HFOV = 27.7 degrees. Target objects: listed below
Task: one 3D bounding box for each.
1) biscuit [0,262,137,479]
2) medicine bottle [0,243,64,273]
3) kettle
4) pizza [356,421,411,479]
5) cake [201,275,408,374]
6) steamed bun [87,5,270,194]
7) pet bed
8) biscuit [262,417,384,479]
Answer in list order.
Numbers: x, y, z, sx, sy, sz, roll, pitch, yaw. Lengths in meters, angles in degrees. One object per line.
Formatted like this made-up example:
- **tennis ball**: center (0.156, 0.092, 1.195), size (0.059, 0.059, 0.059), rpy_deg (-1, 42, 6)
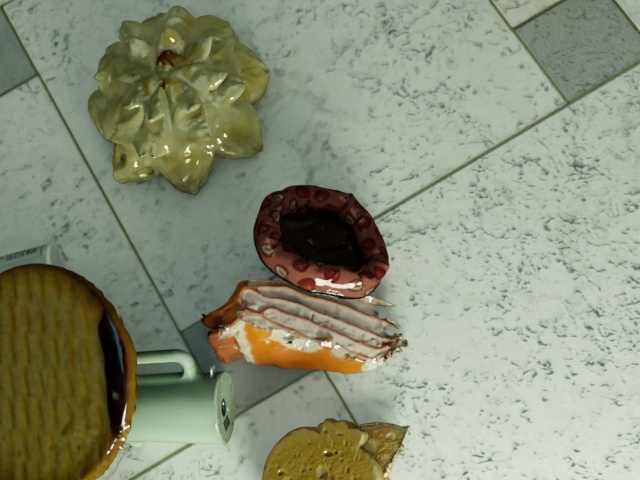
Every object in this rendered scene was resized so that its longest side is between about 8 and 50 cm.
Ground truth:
- **biscuit**: center (-0.378, 0.188, 1.764), size (0.318, 0.040, 0.318), rpy_deg (0, 89, 29)
- **medicine bottle**: center (-0.463, 0.068, 1.869), size (0.183, 0.086, 0.086), rpy_deg (-15, 67, 4)
- **kettle**: center (-0.200, 0.218, 1.749), size (0.148, 0.127, 0.098), rpy_deg (-1, 51, 11)
- **pizza**: center (0.061, 0.279, 1.733), size (0.099, 0.029, 0.100), rpy_deg (17, 70, 24)
- **cake**: center (-0.022, 0.116, 1.768), size (0.287, 0.135, 0.098), rpy_deg (1, 54, 0)
- **steamed bun**: center (-0.213, -0.214, 1.911), size (0.292, 0.137, 0.295), rpy_deg (39, 78, 18)
- **pet bed**: center (0.000, 0.000, 1.791), size (0.201, 0.053, 0.201), rpy_deg (13, 42, -11)
- **biscuit**: center (0.010, 0.311, 1.705), size (0.170, 0.050, 0.170), rpy_deg (-4, 79, 23)
